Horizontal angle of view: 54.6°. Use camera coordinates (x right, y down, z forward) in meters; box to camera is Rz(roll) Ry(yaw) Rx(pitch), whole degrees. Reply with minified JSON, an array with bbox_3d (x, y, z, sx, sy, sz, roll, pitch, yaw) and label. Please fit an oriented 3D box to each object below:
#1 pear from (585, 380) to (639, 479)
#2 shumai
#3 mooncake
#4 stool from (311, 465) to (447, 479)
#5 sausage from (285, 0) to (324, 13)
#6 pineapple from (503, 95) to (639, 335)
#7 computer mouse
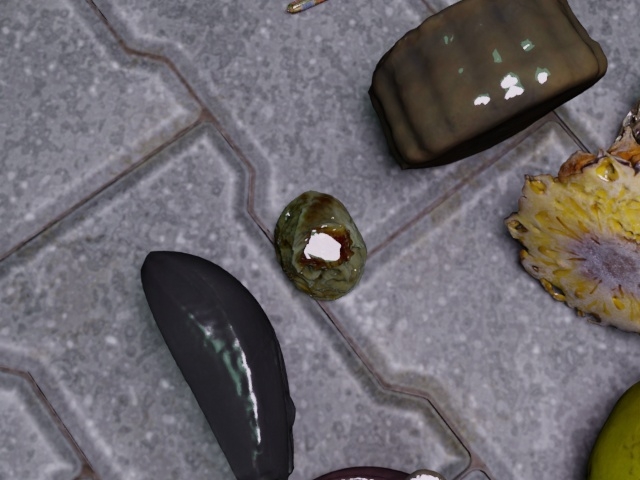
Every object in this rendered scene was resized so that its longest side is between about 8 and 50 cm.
[{"bbox_3d":[0.356,0.241,0.573,0.212,0.212,0.269,15,95,1],"label":"pear"},{"bbox_3d":[-0.001,0.001,0.670,0.099,0.087,0.124,-28,80,-5],"label":"shumai"},{"bbox_3d":[0.164,-0.165,0.639,0.228,0.228,0.124,-25,84,-6],"label":"mooncake"},{"bbox_3d":[0.047,0.336,0.540,0.272,0.178,0.272,0,67,1],"label":"stool"},{"bbox_3d":[0.002,-0.303,0.766,0.100,0.015,0.015,-26,81,-6],"label":"sausage"},{"bbox_3d":[0.373,-0.069,0.648,0.262,0.262,0.272,38,62,6],"label":"pineapple"},{"bbox_3d":[-0.083,0.114,0.619,0.086,0.137,0.270,-30,80,2],"label":"computer mouse"}]
